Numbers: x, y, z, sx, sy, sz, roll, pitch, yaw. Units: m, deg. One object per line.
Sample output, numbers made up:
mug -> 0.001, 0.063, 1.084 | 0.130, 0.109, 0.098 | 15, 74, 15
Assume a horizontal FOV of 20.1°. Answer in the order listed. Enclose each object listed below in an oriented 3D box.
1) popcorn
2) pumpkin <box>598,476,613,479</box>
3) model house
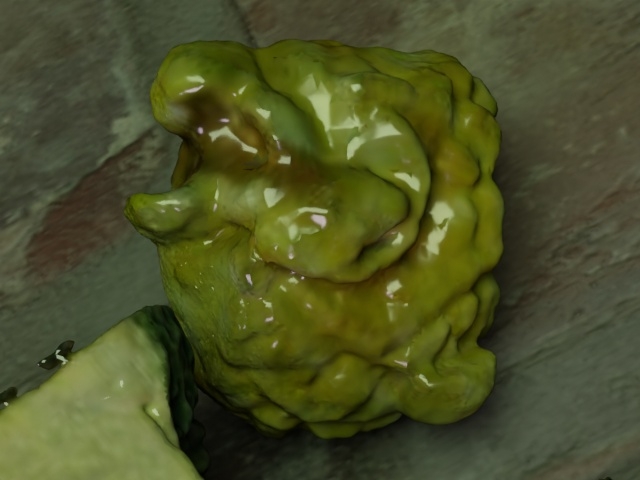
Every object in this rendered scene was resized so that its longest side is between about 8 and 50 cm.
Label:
popcorn -> 0.000, 0.000, 1.145 | 0.241, 0.235, 0.250 | -1, 82, -2
pumpkin -> 0.162, 0.247, 1.065 | 0.163, 0.111, 0.278 | 34, 84, 30
model house -> -0.114, 0.228, 1.074 | 0.261, 0.321, 0.266 | -37, 80, -21
